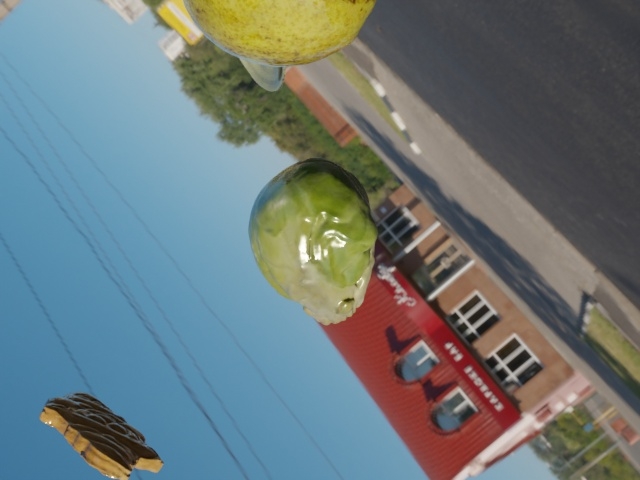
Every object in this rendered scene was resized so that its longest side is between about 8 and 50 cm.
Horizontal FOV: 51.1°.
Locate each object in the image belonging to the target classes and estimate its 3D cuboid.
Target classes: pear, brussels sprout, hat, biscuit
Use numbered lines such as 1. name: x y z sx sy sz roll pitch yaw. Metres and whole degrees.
1. pear: -0.027 -0.257 0.617 0.197 0.197 0.197 48 -174 -7
2. brussels sprout: -0.007 -0.011 1.256 0.274 0.242 0.317 49 155 42
3. hat: -0.093 -0.423 1.288 0.252 0.110 0.252 51 158 30
4. biscuit: -0.282 0.239 0.853 0.162 0.035 0.250 39 167 -28
